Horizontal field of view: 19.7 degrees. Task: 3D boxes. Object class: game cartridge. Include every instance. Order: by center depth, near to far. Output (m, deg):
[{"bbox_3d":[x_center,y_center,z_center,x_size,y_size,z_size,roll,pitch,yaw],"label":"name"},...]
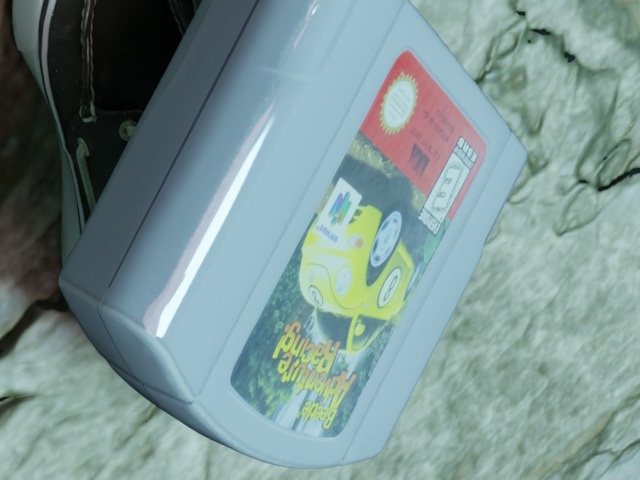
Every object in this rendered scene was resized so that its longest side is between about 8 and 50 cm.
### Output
[{"bbox_3d":[0.000,0.000,0.803,0.196,0.060,0.294,-59,155,-2],"label":"game cartridge"}]

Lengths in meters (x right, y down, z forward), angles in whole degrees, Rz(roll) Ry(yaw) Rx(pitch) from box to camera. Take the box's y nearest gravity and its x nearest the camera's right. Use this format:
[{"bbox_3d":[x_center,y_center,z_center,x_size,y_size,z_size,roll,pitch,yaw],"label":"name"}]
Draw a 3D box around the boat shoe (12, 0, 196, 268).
[{"bbox_3d":[-0.071,-0.045,0.763,0.077,0.070,0.219,-27,134,-26],"label":"boat shoe"}]
